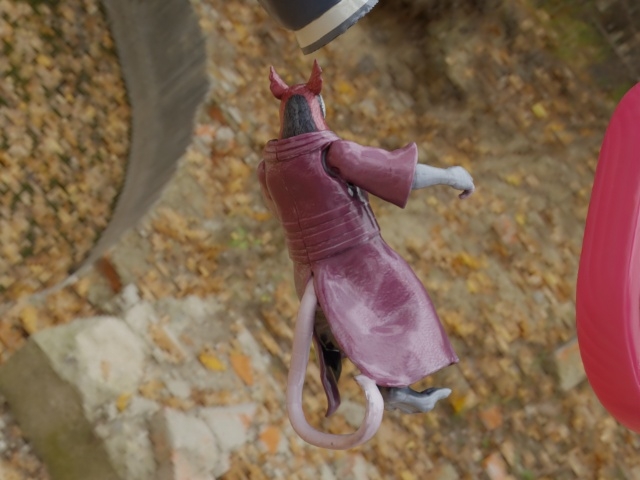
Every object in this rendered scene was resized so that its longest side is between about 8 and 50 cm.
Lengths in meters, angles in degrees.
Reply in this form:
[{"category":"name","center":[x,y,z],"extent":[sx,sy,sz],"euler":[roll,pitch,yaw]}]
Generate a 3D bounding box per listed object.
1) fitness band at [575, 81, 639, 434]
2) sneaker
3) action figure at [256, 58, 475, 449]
[{"category":"fitness band","center":[0.278,0.011,0.964],"extent":[0.209,0.054,0.291],"euler":[27,68,-39]},{"category":"sneaker","center":[-0.030,-0.273,1.150],"extent":[0.131,0.112,0.319],"euler":[50,3,-21]},{"category":"action figure","center":[0.000,0.000,1.279],"extent":[0.275,0.248,0.370],"euler":[-27,99,-45]}]
